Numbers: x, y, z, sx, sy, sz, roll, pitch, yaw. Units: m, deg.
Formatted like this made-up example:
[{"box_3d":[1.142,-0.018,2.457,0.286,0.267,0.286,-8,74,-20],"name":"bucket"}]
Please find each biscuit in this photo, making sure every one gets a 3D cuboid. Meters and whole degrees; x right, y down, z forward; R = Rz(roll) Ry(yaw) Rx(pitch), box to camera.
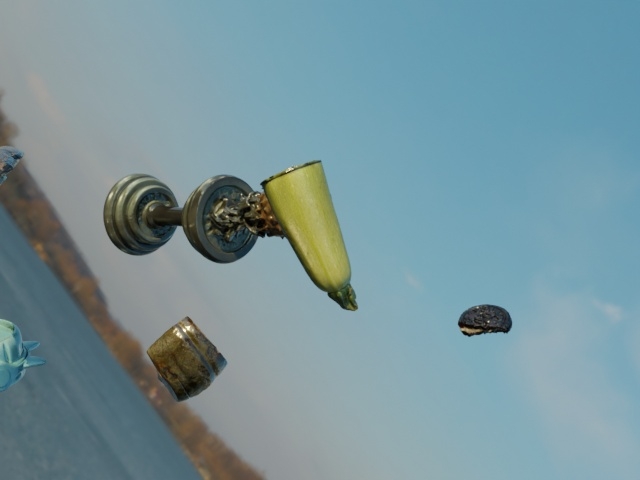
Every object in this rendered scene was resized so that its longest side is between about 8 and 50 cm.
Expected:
[{"box_3d":[0.283,0.140,1.780,0.089,0.087,0.027,42,-27,53],"name":"biscuit"}]

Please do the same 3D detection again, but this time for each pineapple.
[{"box_3d":[-0.080,-0.042,1.632,0.108,0.197,0.108,-15,90,-70],"name":"pineapple"}]

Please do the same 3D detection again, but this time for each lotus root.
[{"box_3d":[-0.568,-0.094,1.703,0.078,0.167,0.329,35,-2,-15],"name":"lotus root"}]

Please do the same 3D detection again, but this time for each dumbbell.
[{"box_3d":[-0.284,-0.048,2.104,0.406,0.179,0.179,4,-47,45],"name":"dumbbell"}]

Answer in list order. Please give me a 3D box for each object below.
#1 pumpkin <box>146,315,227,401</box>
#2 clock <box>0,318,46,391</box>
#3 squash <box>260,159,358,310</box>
[{"box_3d":[-0.267,0.260,2.122,0.126,0.131,0.248,44,-11,12],"name":"pumpkin"},{"box_3d":[-0.640,0.208,1.872,0.223,0.274,0.094,-149,-127,-62],"name":"clock"},{"box_3d":[0.000,0.000,1.462,0.224,0.094,0.094,66,-14,-5],"name":"squash"}]
